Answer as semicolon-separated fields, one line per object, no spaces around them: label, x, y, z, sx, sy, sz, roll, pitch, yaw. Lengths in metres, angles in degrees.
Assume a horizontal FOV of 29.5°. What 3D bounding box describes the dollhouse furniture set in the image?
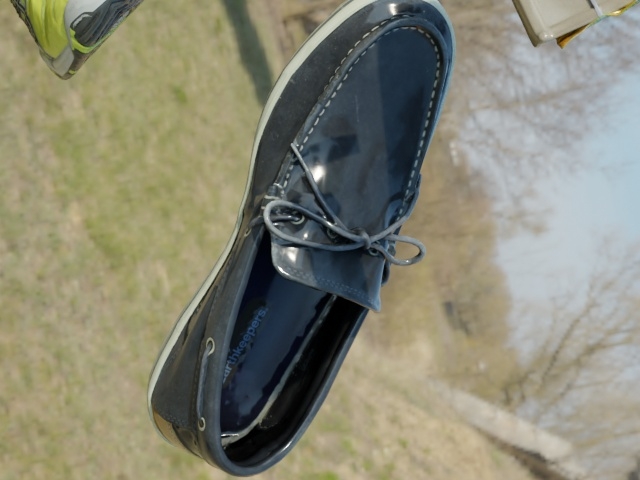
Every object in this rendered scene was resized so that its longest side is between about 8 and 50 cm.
dollhouse furniture set;0.149;-0.191;0.791;0.151;0.076;0.058;68;10;17

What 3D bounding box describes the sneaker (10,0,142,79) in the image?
sneaker;-0.291;-0.279;1.336;0.147;0.145;0.385;46;-7;-22

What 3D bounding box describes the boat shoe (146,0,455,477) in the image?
boat shoe;0.000;0.000;1.140;0.500;0.187;0.156;-62;-147;5
